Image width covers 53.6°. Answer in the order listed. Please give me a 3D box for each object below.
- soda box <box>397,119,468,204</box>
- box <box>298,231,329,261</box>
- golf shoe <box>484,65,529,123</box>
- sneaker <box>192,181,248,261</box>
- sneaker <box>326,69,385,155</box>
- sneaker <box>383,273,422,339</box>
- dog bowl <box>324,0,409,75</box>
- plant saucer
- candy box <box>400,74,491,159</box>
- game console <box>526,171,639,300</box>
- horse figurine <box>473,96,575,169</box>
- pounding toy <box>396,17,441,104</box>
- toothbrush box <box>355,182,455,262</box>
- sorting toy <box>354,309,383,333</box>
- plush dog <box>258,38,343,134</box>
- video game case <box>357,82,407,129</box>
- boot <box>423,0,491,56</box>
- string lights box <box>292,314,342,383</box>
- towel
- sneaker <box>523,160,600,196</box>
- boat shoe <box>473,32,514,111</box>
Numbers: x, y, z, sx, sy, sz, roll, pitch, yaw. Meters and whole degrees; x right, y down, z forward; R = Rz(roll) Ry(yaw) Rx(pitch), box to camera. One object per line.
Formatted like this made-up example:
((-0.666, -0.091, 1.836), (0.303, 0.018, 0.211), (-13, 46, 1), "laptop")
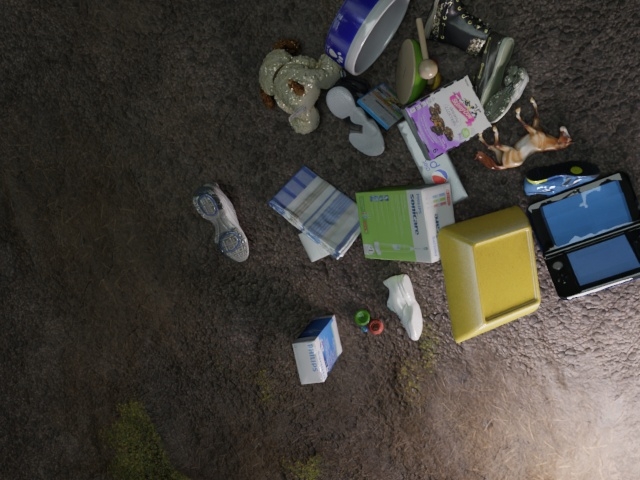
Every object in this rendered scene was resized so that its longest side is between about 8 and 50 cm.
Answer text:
((0.333, -0.239, 1.875), (0.098, 0.091, 0.286), (-26, 94, 17), "soda box")
((0.000, 0.000, 2.006), (0.087, 0.101, 0.102), (-26, 92, 18), "box")
((0.534, -0.401, 1.792), (0.069, 0.086, 0.176), (44, 107, 38), "golf shoe")
((-0.306, -0.065, 2.074), (0.111, 0.129, 0.297), (-14, 115, 15), "sneaker")
((0.122, -0.387, 1.896), (0.101, 0.153, 0.268), (-14, 133, 33), "sneaker")
((0.257, 0.215, 2.005), (0.094, 0.080, 0.212), (-15, 90, 29), "sneaker")
((0.130, -0.600, 1.765), (0.104, 0.265, 0.265), (37, 108, 8), "dog bowl")
((0.502, 0.093, 1.793), (0.081, 0.332, 0.333), (4, 107, 59), "plant saucer")
((0.351, -0.343, 1.772), (0.196, 0.070, 0.165), (-29, 99, 0), "candy box")
((0.761, -0.010, 1.765), (0.293, 0.250, 0.173), (-22, 132, 18), "game console")
((0.567, -0.281, 1.812), (0.263, 0.066, 0.174), (-34, 104, 10), "horse figurine")
((0.296, -0.487, 1.787), (0.110, 0.237, 0.183), (0, 76, -9), "pounding toy")
((0.247, -0.054, 1.846), (0.283, 0.122, 0.206), (2, 105, 55), "toothbrush box")
((0.157, 0.270, 2.057), (0.102, 0.042, 0.061), (35, 92, 18), "sorting toy")
((-0.097, -0.479, 1.905), (0.225, 0.210, 0.262), (37, 110, 30), "plush dog")
((0.188, -0.394, 1.847), (0.119, 0.166, 0.015), (43, 133, 3), "video game case")
((0.398, -0.633, 1.749), (0.178, 0.085, 0.236), (27, 140, 5), "boot")
((-0.005, 0.337, 1.993), (0.076, 0.259, 0.133), (-10, 98, 16), "string lights box")
((0.004, -0.093, 1.950), (0.285, 0.209, 0.034), (38, 148, 6), "towel")
((0.690, -0.172, 1.818), (0.209, 0.069, 0.082), (-8, 135, 7), "sneaker")
((0.477, -0.470, 1.801), (0.068, 0.081, 0.228), (32, 116, 32), "boat shoe")
